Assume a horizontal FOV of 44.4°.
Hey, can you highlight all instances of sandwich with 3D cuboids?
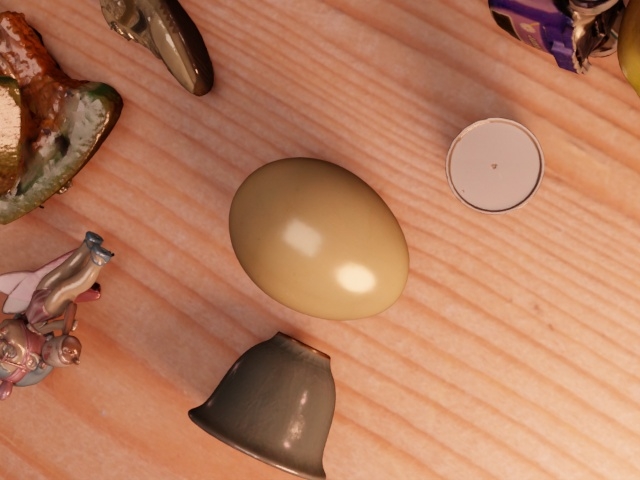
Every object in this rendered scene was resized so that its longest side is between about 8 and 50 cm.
[{"bbox_3d":[-0.437,-0.199,1.061,0.250,0.162,0.301,-36,90,9],"label":"sandwich"}]

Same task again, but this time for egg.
[{"bbox_3d":[0.000,0.000,0.976,0.241,0.186,0.186,29,101,-1],"label":"egg"}]

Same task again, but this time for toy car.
[{"bbox_3d":[0.295,-0.325,0.898,0.157,0.172,0.235,27,96,23],"label":"toy car"}]

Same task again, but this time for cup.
[{"bbox_3d":[-0.053,0.203,1.026,0.199,0.199,0.150,24,83,9],"label":"cup"}]

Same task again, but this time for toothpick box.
[{"bbox_3d":[0.206,-0.090,0.926,0.111,0.180,0.111,2,97,13],"label":"toothpick box"}]

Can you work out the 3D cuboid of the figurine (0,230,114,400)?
[{"bbox_3d":[-0.369,0.114,1.101,0.260,0.103,0.205,-50,59,8],"label":"figurine"}]

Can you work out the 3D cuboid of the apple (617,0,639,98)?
[{"bbox_3d":[0.468,-0.195,0.791,0.305,0.338,0.339,-37,87,21],"label":"apple"}]

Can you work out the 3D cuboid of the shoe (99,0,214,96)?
[{"bbox_3d":[-0.236,-0.302,1.042,0.098,0.103,0.275,-34,82,14],"label":"shoe"}]
